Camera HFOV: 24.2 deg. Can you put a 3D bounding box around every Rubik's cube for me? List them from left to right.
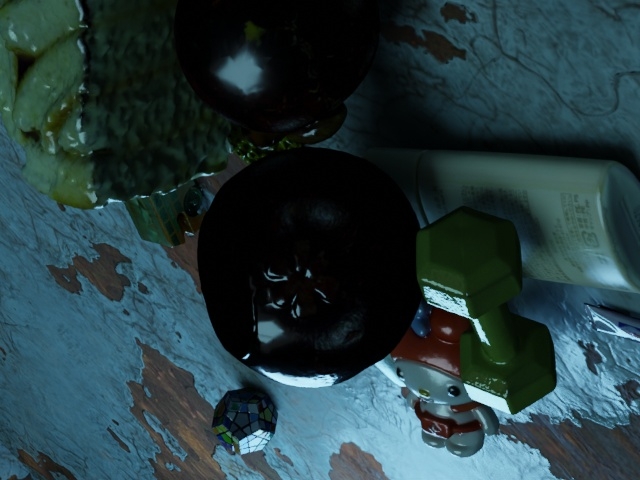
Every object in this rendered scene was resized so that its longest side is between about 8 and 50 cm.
[{"bbox_3d":[-0.125,0.296,2.454,0.111,0.111,0.093,39,177,8],"label":"Rubik's cube"}]

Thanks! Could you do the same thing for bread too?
[{"bbox_3d":[-0.268,-0.252,1.773,0.264,0.239,0.395,17,118,44],"label":"bread"}]

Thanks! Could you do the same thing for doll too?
[{"bbox_3d":[0.161,0.135,1.876,0.161,0.130,0.290,17,126,36],"label":"doll"}]

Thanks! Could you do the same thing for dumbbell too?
[{"bbox_3d":[0.188,0.083,1.663,0.108,0.121,0.302,-8,146,15],"label":"dumbbell"}]

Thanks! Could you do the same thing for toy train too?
[{"bbox_3d":[-0.231,-0.077,2.114,0.072,0.099,0.188,16,141,39],"label":"toy train"}]

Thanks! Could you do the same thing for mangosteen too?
[{"bbox_3d":[-0.036,-0.207,1.606,0.228,0.228,0.265,16,149,39],"label":"mangosteen"},{"bbox_3d":[-0.017,0.027,1.685,0.287,0.233,0.288,46,145,46],"label":"mangosteen"}]

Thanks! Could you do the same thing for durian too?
[{"bbox_3d":[-0.101,-0.149,1.898,0.215,0.086,0.100,46,164,-5],"label":"durian"}]

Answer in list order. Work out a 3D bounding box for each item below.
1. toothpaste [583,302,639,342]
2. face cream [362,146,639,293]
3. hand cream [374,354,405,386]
[{"bbox_3d":[0.373,0.106,1.688,0.170,0.028,0.045,16,147,42],"label":"toothpaste"},{"bbox_3d":[0.207,-0.027,1.667,0.348,0.081,0.173,7,137,46],"label":"face cream"},{"bbox_3d":[0.026,0.094,1.952,0.320,0.067,0.109,38,158,-32],"label":"hand cream"}]
